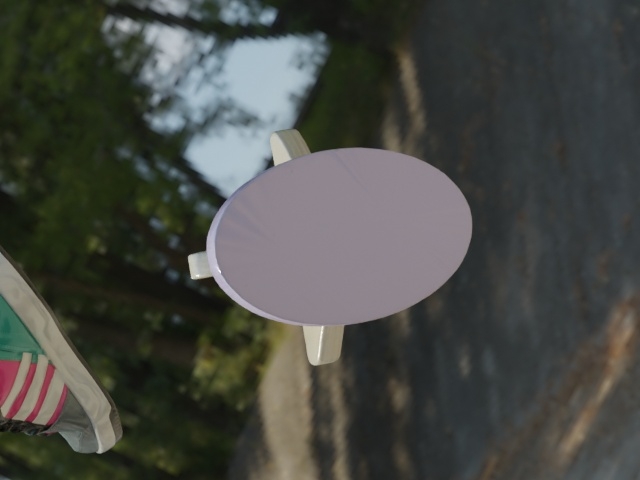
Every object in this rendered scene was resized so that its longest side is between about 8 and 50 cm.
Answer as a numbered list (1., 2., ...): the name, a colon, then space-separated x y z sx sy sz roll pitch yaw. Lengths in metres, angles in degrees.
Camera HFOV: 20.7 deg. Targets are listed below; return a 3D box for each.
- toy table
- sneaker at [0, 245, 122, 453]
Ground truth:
1. toy table: 0.000 0.000 1.802 0.161 0.274 0.252 164 108 -69
2. sneaker: -0.285 0.130 1.457 0.178 0.124 0.295 -38 -39 -12
